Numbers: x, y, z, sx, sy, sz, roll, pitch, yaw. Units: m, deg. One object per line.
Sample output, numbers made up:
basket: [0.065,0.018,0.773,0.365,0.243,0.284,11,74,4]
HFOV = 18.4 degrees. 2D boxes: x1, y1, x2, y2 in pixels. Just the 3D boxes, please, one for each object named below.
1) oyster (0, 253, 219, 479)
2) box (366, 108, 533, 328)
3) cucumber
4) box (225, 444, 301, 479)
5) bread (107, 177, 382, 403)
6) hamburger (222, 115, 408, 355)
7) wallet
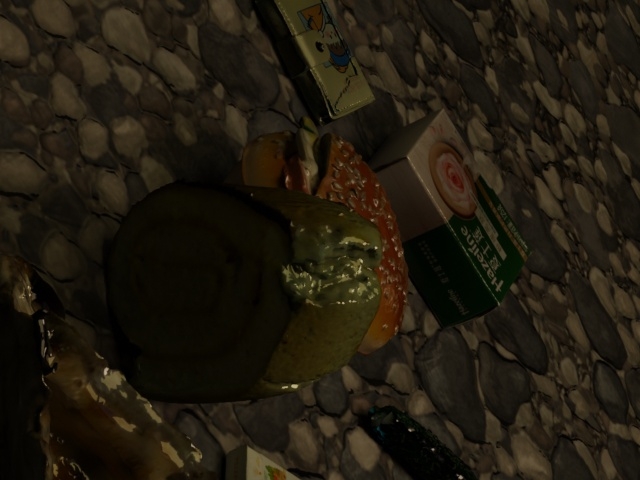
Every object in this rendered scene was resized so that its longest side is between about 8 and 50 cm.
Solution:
oyster: [-0.186,0.159,1.450,0.198,0.133,0.337,-16,80,-57]
box: [0.132,-0.024,2.116,0.199,0.081,0.135,55,32,-12]
cucumber: [0.131,0.238,1.960,0.257,0.043,0.044,45,31,-28]
box: [-0.005,0.279,1.735,0.220,0.032,0.122,38,41,-38]
bread: [-0.057,0.044,1.626,0.124,0.257,0.186,9,81,-44]
hamburger: [0.001,0.003,1.817,0.237,0.147,0.237,51,22,-30]
wallet: [-0.003,-0.203,2.074,0.155,0.039,0.110,62,30,-2]
